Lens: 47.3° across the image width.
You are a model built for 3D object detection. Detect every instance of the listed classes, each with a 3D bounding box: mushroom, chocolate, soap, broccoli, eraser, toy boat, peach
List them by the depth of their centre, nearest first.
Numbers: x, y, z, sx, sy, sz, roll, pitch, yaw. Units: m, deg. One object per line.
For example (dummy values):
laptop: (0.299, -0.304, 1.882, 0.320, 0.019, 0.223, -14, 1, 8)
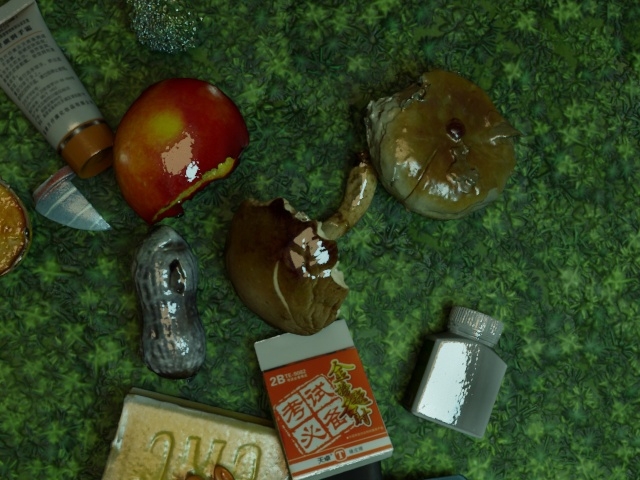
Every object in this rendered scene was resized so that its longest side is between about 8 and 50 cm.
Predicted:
peach: (-0.212, -0.128, 1.120, 0.190, 0.196, 0.226, -2, 74, 35)
eraser: (0.000, 0.244, 1.132, 0.157, 0.038, 0.230, -14, 58, -11)
soap: (-0.187, 0.346, 1.135, 0.274, 0.089, 0.173, 14, 85, -6)
chocolate: (-0.238, 0.099, 1.142, 0.110, 0.110, 0.248, -4, 87, -6)
mushroom: (0.005, 0.014, 1.143, 0.302, 0.208, 0.233, -20, 116, -13)
toy boat: (-0.394, -0.050, 1.170, 0.096, 0.034, 0.122, -40, 92, -2)
broccoli: (-0.233, -0.401, 1.186, 0.122, 0.118, 0.204, 13, 70, 16)

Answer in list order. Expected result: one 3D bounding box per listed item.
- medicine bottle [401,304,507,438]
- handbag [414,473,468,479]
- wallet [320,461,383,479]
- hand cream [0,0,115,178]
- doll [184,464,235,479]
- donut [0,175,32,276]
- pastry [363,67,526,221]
medicine bottle: (0.227, 0.208, 1.187, 0.132, 0.088, 0.188, 22, 84, -4)
handbag: (0.174, 0.482, 1.105, 0.179, 0.062, 0.229, 3, 57, -29)
wallet: (0.031, 0.395, 1.117, 0.149, 0.044, 0.250, -17, 59, 19)
hand cream: (-0.442, -0.241, 1.155, 0.140, 0.089, 0.314, -34, 86, -9)
doll: (-0.123, 0.429, 1.047, 0.221, 0.135, 0.143, 39, 55, 0)
donut: (-0.521, -0.023, 1.136, 0.146, 0.078, 0.181, -44, 85, -8)
pastry: (0.201, -0.152, 1.176, 0.257, 0.121, 0.235, -28, 88, -24)
